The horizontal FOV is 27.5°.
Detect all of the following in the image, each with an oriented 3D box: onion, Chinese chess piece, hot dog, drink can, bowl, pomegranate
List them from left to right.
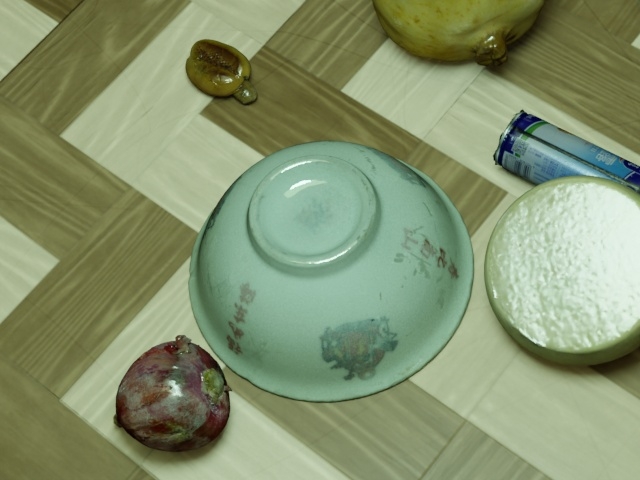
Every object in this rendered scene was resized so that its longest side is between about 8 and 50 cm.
[{"bbox_3d":[-0.223,0.230,1.845,0.195,0.159,0.159,-26,57,26],"label":"onion"},{"bbox_3d":[-0.160,-0.276,2.148,0.140,0.060,0.090,22,71,26],"label":"hot dog"},{"bbox_3d":[0.000,0.000,1.895,0.435,0.196,0.434,-4,62,8],"label":"bowl"},{"bbox_3d":[0.216,-0.422,2.051,0.307,0.307,0.307,-4,62,7],"label":"pomegranate"},{"bbox_3d":[0.381,-0.105,1.948,0.235,0.097,0.097,28,70,22],"label":"drink can"},{"bbox_3d":[0.363,0.042,1.827,0.273,0.102,0.273,-4,79,19],"label":"Chinese chess piece"}]
